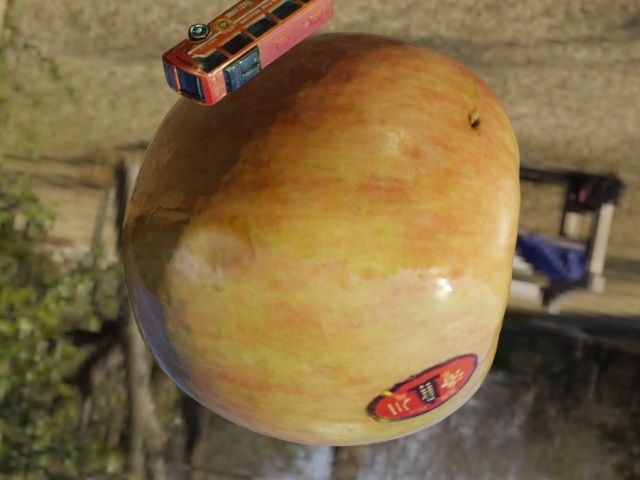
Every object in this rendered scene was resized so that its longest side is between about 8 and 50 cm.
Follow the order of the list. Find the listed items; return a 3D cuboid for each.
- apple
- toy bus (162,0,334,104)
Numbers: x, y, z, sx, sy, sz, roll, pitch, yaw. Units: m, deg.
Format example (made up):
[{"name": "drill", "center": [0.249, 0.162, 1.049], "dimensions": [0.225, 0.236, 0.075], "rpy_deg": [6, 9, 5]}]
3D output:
[{"name": "apple", "center": [0.000, 0.000, 1.430], "dimensions": [0.346, 0.391, 0.391], "rpy_deg": [4, 179, 2]}, {"name": "toy bus", "center": [-0.042, -0.122, 0.928], "dimensions": [0.043, 0.110, 0.031], "rpy_deg": [35, 152, 31]}]
